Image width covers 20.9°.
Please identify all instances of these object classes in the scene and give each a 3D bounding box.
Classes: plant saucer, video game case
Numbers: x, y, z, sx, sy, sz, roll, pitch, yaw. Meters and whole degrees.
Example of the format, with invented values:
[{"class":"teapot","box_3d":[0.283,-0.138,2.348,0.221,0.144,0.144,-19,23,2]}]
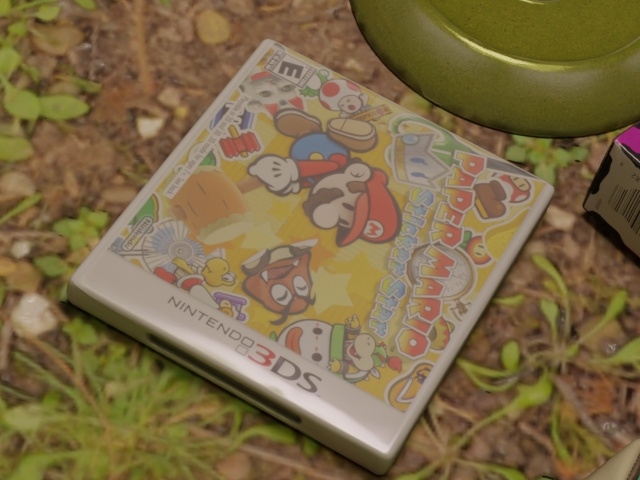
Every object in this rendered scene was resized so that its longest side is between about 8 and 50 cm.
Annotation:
[{"class":"plant saucer","box_3d":[0.139,-0.173,1.158,0.241,0.037,0.241,5,53,-6]},{"class":"video game case","box_3d":[0.000,0.000,1.013,0.206,0.026,0.227,28,54,10]}]

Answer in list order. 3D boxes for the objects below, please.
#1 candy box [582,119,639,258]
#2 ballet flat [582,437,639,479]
[{"class":"candy box","box_3d":[0.298,-0.001,1.040,0.159,0.071,0.233,-33,66,-30]},{"class":"ballet flat","box_3d":[0.111,0.200,0.860,0.086,0.086,0.248,19,54,3]}]
